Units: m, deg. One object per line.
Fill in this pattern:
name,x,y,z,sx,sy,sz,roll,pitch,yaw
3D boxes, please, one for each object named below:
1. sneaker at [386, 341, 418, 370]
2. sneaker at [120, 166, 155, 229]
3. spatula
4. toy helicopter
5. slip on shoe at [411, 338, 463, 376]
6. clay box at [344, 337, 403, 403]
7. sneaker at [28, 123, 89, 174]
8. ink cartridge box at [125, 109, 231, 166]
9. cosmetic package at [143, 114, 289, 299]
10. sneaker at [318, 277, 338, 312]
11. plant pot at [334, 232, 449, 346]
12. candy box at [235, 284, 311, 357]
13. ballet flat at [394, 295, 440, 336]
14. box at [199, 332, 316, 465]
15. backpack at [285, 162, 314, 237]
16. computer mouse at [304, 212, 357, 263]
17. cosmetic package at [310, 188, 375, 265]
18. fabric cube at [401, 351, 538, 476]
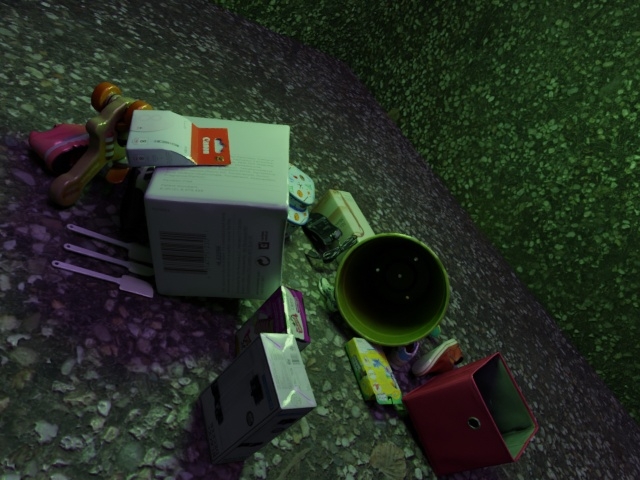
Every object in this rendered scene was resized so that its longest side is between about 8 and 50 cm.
sneaker,0.311,0.371,1.667,0.087,0.092,0.229,43,30,3
sneaker,-0.489,-0.144,1.367,0.146,0.122,0.330,23,37,-26
spatula,-0.534,0.048,1.189,0.242,0.019,0.168,22,42,-29
toy helicopter,-0.588,-0.230,1.265,0.140,0.235,0.354,30,69,7
slip on shoe,0.439,0.442,1.708,0.332,0.123,0.101,-1,56,-55
clay box,0.170,0.421,1.485,0.128,0.053,0.221,15,42,-39
sneaker,-0.686,-0.300,1.346,0.136,0.115,0.314,38,29,2
ink cartridge box,-0.344,-0.254,1.149,0.233,0.066,0.189,-6,43,-9
cosmetic package,-0.256,-0.095,1.272,0.328,0.329,0.393,3,42,-7
sneaker,0.041,0.181,1.628,0.052,0.058,0.135,6,46,-45
plant pot,0.266,0.150,1.662,0.366,0.366,0.353,47,13,8
candy box,-0.129,0.246,1.188,0.071,0.233,0.159,21,36,-31
ballet flat,0.389,0.291,1.877,0.231,0.077,0.077,41,15,1
box,-0.146,0.342,1.000,0.087,0.290,0.169,11,46,-39
backpack,-0.145,-0.149,1.696,0.277,0.213,0.263,27,45,-29
computer mouse,0.000,0.000,1.784,0.184,0.060,0.262,-36,49,-24
cosmetic package,0.098,-0.046,1.882,0.129,0.153,0.296,3,47,-44
fabric cube,0.458,0.530,1.439,0.259,0.258,0.253,-6,68,-51
